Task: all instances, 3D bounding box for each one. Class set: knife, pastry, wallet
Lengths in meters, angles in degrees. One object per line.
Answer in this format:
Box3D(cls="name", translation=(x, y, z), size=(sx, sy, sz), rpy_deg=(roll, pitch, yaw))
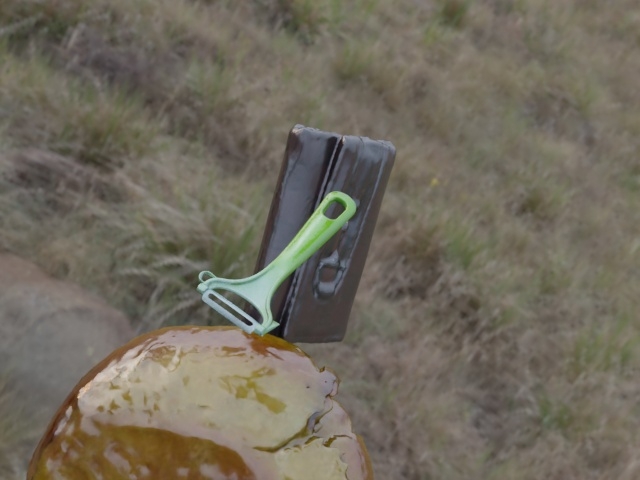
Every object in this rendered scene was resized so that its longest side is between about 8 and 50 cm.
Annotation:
Box3D(cls="knife", translation=(-0.029, 0.012, 1.001), size=(0.078, 0.023, 0.166), rpy_deg=(37, 55, 12))
Box3D(cls="pastry", translation=(-0.114, 0.248, 1.096), size=(0.356, 0.356, 0.164), rpy_deg=(34, 5, 4))
Box3D(cls="wallet", translation=(0.000, 0.000, 1.228), size=(0.049, 0.229, 0.182), rpy_deg=(21, 10, 33))
